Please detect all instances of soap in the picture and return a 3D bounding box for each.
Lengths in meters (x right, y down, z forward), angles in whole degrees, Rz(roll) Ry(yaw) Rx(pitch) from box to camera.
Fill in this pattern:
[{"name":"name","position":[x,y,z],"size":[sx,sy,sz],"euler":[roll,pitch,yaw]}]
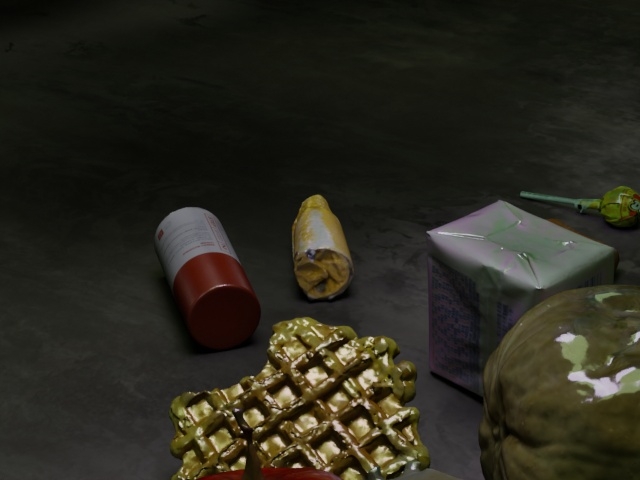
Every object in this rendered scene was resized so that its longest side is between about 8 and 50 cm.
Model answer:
[{"name":"soap","position":[0.224,0.080,1.576],"size":[0.138,0.199,0.182],"euler":[-27,37,-34]}]

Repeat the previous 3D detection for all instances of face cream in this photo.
[{"name":"face cream","position":[-0.146,0.046,1.765],"size":[0.096,0.096,0.214],"euler":[-9,30,-14]}]

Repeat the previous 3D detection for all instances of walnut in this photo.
[{"name":"walnut","position":[0.292,0.176,1.329],"size":[0.277,0.282,0.253],"euler":[-8,69,-1]}]

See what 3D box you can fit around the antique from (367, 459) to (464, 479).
[{"name":"antique","position":[0.134,0.298,1.231],"size":[0.125,0.150,0.284],"euler":[-27,35,-36]}]

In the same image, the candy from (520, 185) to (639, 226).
[{"name":"candy","position":[0.374,-0.056,1.993],"size":[0.194,0.062,0.058],"euler":[10,73,37]}]

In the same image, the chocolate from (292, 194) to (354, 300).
[{"name":"chocolate","position":[0.000,0.000,1.875],"size":[0.085,0.085,0.219],"euler":[-2,25,-1]}]

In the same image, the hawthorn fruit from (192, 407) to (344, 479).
[{"name":"hawthorn fruit","position":[-0.048,0.269,1.152],"size":[0.242,0.271,0.242],"euler":[-10,3,1]}]

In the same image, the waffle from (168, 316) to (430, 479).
[{"name":"waffle","position":[-0.022,0.196,1.431],"size":[0.291,0.051,0.291],"euler":[-4,56,6]}]

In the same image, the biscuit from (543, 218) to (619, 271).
[{"name":"biscuit","position":[0.275,0.038,1.825],"size":[0.215,0.034,0.182],"euler":[-22,34,-30]}]
